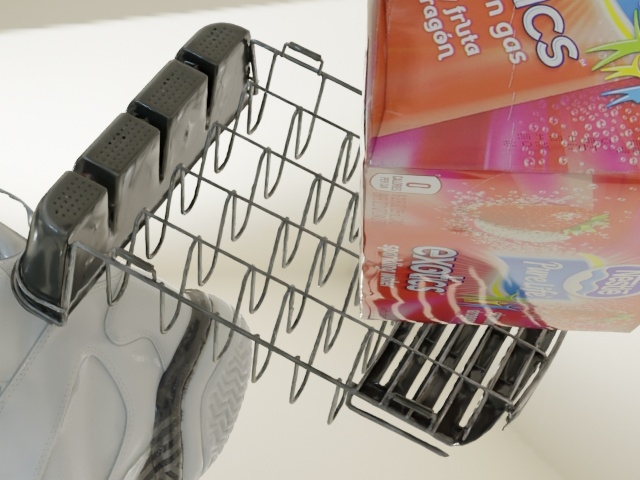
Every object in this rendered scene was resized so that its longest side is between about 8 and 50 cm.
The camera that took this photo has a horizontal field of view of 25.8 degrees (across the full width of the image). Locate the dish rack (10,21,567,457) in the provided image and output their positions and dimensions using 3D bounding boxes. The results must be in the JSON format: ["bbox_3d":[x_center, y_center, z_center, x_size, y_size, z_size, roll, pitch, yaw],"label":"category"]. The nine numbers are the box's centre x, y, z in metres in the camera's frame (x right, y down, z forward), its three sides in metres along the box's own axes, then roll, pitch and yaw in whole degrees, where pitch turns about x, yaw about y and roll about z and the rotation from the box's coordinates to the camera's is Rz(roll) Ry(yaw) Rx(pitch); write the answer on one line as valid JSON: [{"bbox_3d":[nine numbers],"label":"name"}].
[{"bbox_3d":[0.000,0.000,0.737,0.272,0.074,0.208,27,-128,11],"label":"dish rack"}]

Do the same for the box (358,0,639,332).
[{"bbox_3d":[0.079,-0.045,0.525,0.128,0.257,0.122,3,-103,2],"label":"box"}]

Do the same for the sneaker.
[{"bbox_3d":[-0.191,0.150,0.786,0.137,0.210,0.365,-12,-132,51],"label":"sneaker"}]
